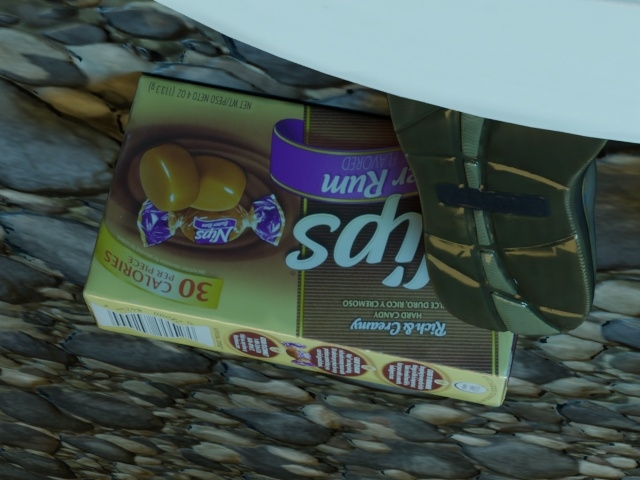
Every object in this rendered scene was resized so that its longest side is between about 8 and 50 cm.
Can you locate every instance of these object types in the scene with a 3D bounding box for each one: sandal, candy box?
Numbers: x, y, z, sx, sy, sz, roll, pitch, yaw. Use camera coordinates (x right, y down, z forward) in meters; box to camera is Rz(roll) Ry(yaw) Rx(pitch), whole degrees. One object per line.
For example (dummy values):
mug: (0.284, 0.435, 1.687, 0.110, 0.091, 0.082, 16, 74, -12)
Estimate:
sandal: (0.077, -0.045, 0.689, 0.090, 0.060, 0.219, 8, 143, 17)
candy box: (0.000, 0.000, 0.808, 0.187, 0.109, 0.053, 11, 161, 7)

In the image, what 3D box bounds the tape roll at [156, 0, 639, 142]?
tape roll: (0.058, -0.138, 0.279, 0.246, 0.169, 0.246, 12, 161, 4)
